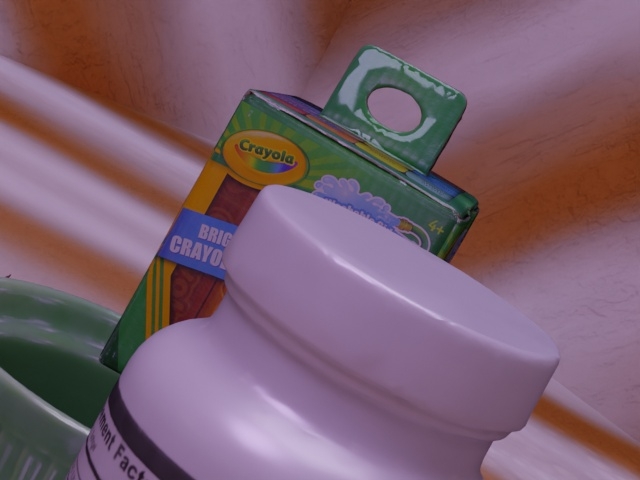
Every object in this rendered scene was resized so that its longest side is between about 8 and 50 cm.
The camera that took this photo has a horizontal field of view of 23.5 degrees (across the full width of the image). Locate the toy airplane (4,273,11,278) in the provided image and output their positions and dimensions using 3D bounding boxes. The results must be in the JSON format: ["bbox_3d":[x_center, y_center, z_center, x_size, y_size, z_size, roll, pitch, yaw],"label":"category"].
[{"bbox_3d":[-0.345,0.056,1.570,0.151,0.028,0.151,29,9,-5],"label":"toy airplane"}]

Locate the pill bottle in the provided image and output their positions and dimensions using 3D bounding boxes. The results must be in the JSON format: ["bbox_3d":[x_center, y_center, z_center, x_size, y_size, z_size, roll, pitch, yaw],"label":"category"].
[{"bbox_3d":[-0.039,0.171,0.789,0.210,0.363,0.210,28,9,-5],"label":"pill bottle"}]

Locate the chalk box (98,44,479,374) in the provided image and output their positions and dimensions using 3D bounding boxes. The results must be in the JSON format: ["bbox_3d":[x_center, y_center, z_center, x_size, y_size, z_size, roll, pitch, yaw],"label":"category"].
[{"bbox_3d":[0.000,0.000,1.134,0.180,0.289,0.179,29,9,7],"label":"chalk box"}]

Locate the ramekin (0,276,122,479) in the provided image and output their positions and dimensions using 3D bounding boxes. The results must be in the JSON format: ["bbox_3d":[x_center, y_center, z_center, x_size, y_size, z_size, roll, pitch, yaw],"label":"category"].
[{"bbox_3d":[-0.168,0.164,1.125,0.303,0.148,0.303,28,9,-5],"label":"ramekin"}]
